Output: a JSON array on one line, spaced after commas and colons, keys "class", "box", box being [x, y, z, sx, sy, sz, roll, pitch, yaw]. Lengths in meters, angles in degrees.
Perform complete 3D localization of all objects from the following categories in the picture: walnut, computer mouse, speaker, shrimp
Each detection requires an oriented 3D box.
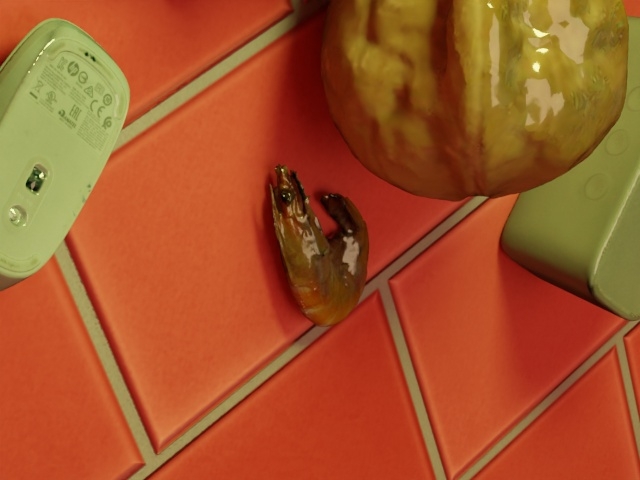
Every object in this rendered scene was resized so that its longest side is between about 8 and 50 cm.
[{"class": "walnut", "box": [0.183, -0.231, 1.951, 0.383, 0.383, 0.384, -18, 118, -38]}, {"class": "computer mouse", "box": [-0.307, -0.084, 1.707, 0.159, 0.097, 0.288, 41, 65, -43]}, {"class": "speaker", "box": [0.426, -0.109, 2.334, 0.183, 0.184, 0.406, 32, 83, -46]}, {"class": "shrimp", "box": [0.000, 0.000, 2.061, 0.150, 0.068, 0.249, -57, 142, -28]}]
